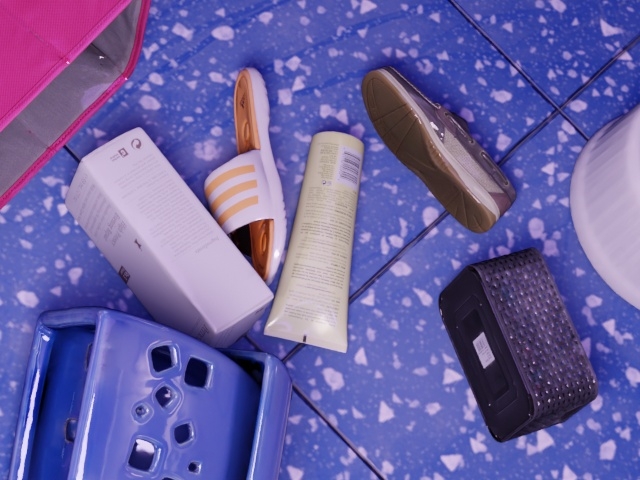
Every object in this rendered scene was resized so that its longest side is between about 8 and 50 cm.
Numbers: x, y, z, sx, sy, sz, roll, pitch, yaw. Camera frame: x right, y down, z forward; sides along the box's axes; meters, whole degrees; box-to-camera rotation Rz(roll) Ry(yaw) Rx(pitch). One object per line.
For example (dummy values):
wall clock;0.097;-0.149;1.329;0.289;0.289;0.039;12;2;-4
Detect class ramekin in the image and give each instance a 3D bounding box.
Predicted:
ramekin;0.441;-0.053;2.104;0.277;0.135;0.277;7;66;-15

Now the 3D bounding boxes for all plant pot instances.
plant pot;-0.161;0.194;1.727;0.212;0.236;0.236;11;84;-22

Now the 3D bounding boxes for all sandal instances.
sandal;-0.092;-0.068;1.966;0.076;0.102;0.265;0;59;-17

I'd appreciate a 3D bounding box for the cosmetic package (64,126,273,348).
cosmetic package;-0.160;0.009;1.894;0.085;0.117;0.231;-33;79;-26

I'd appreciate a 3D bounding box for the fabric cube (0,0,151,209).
fabric cube;-0.355;-0.212;1.836;0.258;0.254;0.259;40;69;4

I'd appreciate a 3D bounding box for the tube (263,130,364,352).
tube;0.000;0.000;1.987;0.070;0.062;0.240;-3;66;28

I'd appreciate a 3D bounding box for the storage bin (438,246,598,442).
storage bin;0.210;0.113;1.963;0.084;0.122;0.180;-16;73;-23

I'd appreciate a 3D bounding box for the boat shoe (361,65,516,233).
boat shoe;0.136;-0.111;2.067;0.073;0.080;0.223;-38;88;-33
